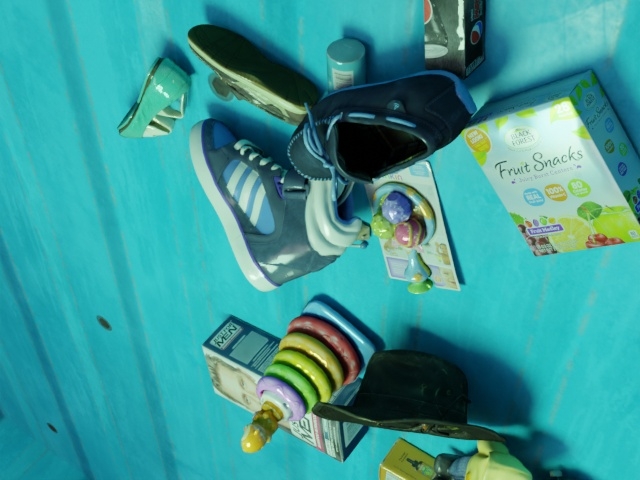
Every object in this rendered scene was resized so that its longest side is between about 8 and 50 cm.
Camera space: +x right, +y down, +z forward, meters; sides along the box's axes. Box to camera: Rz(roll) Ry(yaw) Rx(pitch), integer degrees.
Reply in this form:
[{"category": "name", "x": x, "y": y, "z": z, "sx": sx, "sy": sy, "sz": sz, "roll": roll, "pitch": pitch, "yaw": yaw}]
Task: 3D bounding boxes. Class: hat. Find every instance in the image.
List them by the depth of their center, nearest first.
[{"category": "hat", "x": 0.156, "y": 0.259, "z": 1.556, "sx": 0.331, "sy": 0.134, "sz": 0.331, "roll": 9, "pitch": 168, "yaw": 2}]

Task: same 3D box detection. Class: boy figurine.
[{"category": "boy figurine", "x": 0.280, "y": 0.429, "z": 1.608, "sx": 0.092, "sy": 0.177, "sz": 0.285, "roll": 20, "pitch": 163, "yaw": -7}]

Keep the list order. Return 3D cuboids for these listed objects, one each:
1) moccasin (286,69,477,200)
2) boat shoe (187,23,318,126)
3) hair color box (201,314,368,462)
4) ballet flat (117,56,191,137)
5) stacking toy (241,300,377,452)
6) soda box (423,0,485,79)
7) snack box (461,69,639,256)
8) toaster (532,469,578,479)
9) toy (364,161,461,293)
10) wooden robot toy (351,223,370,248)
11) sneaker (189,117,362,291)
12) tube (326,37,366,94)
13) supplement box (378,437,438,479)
[{"category": "moccasin", "x": 0.048, "y": -0.138, "z": 1.203, "sx": 0.138, "sy": 0.117, "sz": 0.342, "roll": 47, "pitch": 149, "yaw": -15}, {"category": "boat shoe", "x": -0.108, "y": -0.241, "z": 1.365, "sx": 0.223, "sy": 0.080, "sz": 0.073, "roll": 32, "pitch": 140, "yaw": 9}, {"category": "hair color box", "x": -0.074, "y": 0.307, "z": 1.907, "sx": 0.347, "sy": 0.105, "sz": 0.174, "roll": 23, "pitch": 141, "yaw": 28}, {"category": "ballet flat", "x": -0.281, "y": -0.223, "z": 1.566, "sx": 0.087, "sy": 0.083, "sz": 0.247, "roll": 34, "pitch": 150, "yaw": -12}, {"category": "stacking toy", "x": -0.051, "y": 0.269, "z": 1.663, "sx": 0.165, "sy": 0.302, "sz": 0.175, "roll": 38, "pitch": 147, "yaw": 7}, {"category": "soda box", "x": 0.158, "y": -0.278, "z": 1.076, "sx": 0.060, "sy": 0.053, "sz": 0.169, "roll": 22, "pitch": 140, "yaw": 28}, {"category": "snack box", "x": 0.297, "y": -0.087, "z": 1.128, "sx": 0.174, "sy": 0.070, "sz": 0.207, "roll": -13, "pitch": 116, "yaw": 52}, {"category": "toaster", "x": 0.404, "y": 0.514, "z": 1.563, "sx": 0.129, "sy": 0.227, "sz": 0.146, "roll": 8, "pitch": 152, "yaw": -28}, {"category": "toy", "x": 0.124, "y": -0.014, "z": 1.397, "sx": 0.136, "sy": 0.056, "sz": 0.237, "roll": 10, "pitch": 134, "yaw": 38}, {"category": "wooden robot toy", "x": 0.000, "y": 0.000, "z": 1.518, "sx": 0.173, "sy": 0.079, "sz": 0.076, "roll": 4, "pitch": 130, "yaw": 43}, {"category": "sneaker", "x": -0.055, "y": -0.101, "z": 1.457, "sx": 0.236, "sy": 0.130, "sz": 0.323, "roll": -30, "pitch": 71, "yaw": 20}, {"category": "tube", "x": 0.039, "y": -0.190, "z": 1.302, "sx": 0.080, "sy": 0.052, "sz": 0.207, "roll": 38, "pitch": 152, "yaw": 28}, {"category": "supplement box", "x": 0.233, "y": 0.495, "z": 1.823, "sx": 0.233, "sy": 0.078, "sz": 0.080, "roll": 29, "pitch": 146, "yaw": 21}]
